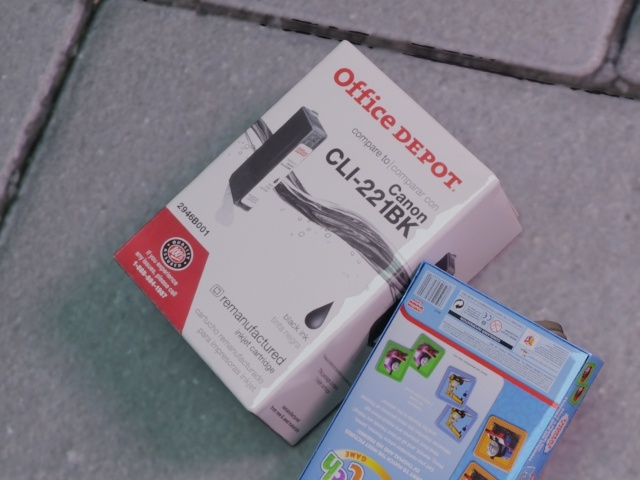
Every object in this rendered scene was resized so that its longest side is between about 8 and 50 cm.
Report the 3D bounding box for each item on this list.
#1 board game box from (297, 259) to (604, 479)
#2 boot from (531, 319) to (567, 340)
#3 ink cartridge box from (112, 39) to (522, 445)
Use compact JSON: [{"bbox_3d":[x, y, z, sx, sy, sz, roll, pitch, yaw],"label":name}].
[{"bbox_3d":[0.093,0.144,1.195,0.160,0.039,0.211,30,90,32],"label":"board game box"},{"bbox_3d":[0.141,0.188,1.213,0.190,0.076,0.208,-33,56,18],"label":"boot"},{"bbox_3d":[0.000,0.000,1.308,0.273,0.114,0.197,-43,63,-4],"label":"ink cartridge box"}]
